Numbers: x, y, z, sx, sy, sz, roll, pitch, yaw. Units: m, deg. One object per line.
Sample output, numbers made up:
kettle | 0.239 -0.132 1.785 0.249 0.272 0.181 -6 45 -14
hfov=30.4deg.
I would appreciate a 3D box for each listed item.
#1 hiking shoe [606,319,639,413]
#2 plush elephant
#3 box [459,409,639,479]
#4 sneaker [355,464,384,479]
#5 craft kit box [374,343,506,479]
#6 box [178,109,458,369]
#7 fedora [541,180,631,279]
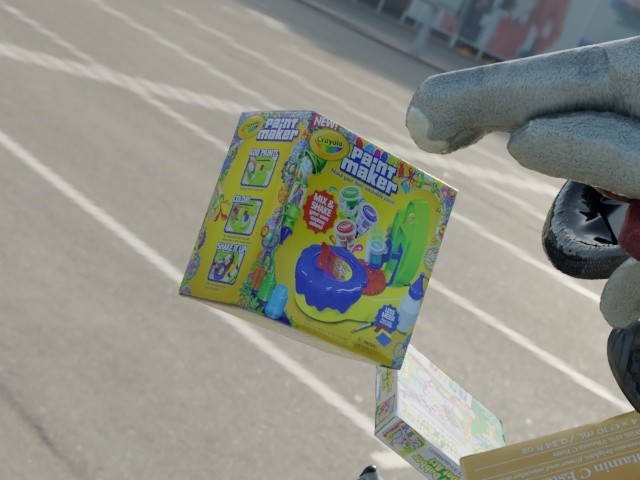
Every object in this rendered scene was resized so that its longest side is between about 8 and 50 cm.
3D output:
hiking shoe | 0.328 0.143 1.057 0.227 0.086 0.114 38 -3 -17
plush elephant | 0.279 -0.029 0.872 0.272 0.255 0.330 -16 9 -41
box | 0.285 0.364 1.178 0.215 0.168 0.345 -17 33 6
sneaker | 0.120 0.424 1.925 0.086 0.229 0.132 -5 71 -53
craft kit box | 0.188 0.289 1.811 0.250 0.061 0.246 40 23 -15
box | 0.000 0.000 1.658 0.290 0.279 0.177 24 -11 -36
fedora | 0.434 -0.025 1.443 0.152 0.334 0.334 50 4 -19
